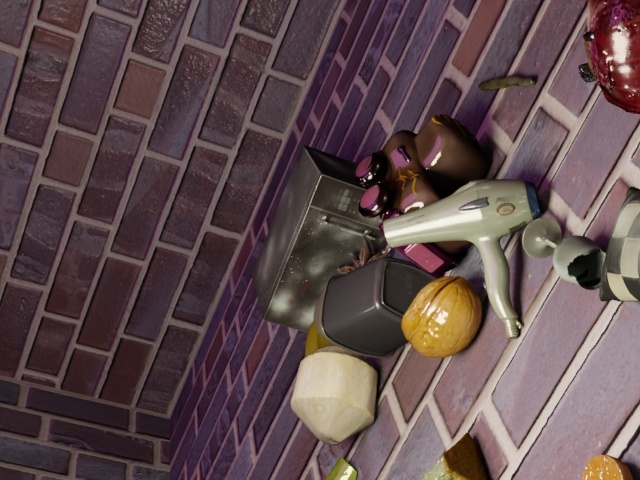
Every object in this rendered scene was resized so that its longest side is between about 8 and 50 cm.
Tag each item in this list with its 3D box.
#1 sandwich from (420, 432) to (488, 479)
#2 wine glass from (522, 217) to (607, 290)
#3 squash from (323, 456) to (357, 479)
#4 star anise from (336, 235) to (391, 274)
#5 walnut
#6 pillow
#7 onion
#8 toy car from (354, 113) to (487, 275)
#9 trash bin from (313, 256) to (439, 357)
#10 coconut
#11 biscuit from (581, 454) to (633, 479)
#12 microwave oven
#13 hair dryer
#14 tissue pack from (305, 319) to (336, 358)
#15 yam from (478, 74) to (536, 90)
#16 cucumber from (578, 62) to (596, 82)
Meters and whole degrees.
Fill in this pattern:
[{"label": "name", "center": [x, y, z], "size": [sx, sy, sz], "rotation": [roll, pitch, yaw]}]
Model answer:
[{"label": "sandwich", "center": [0.229, 0.443, 1.574], "size": [0.122, 0.128, 0.236], "rotation": [-54, 25, 27]}, {"label": "wine glass", "center": [0.410, 0.021, 1.496], "size": [0.195, 0.079, 0.079], "rotation": [-130, 59, -71]}, {"label": "squash", "center": [0.018, 0.617, 2.136], "size": [0.200, 0.075, 0.090], "rotation": [-52, 36, -5]}, {"label": "star anise", "center": [0.122, 0.087, 2.284], "size": [0.195, 0.065, 0.182], "rotation": [32, 93, 46]}, {"label": "walnut", "center": [0.247, 0.151, 1.785], "size": [0.180, 0.144, 0.144], "rotation": [-63, 19, 18]}, {"label": "pillow", "center": [0.480, 0.010, 1.249], "size": [0.250, 0.106, 0.186], "rotation": [-166, 94, -77]}, {"label": "onion", "center": [0.509, -0.313, 1.355], "size": [0.252, 0.219, 0.252], "rotation": [-3, -90, -73]}, {"label": "toy car", "center": [0.242, -0.107, 1.912], "size": [0.240, 0.271, 0.341], "rotation": [-41, 33, 23]}, {"label": "trash bin", "center": [0.126, 0.154, 2.037], "size": [0.290, 0.209, 0.182], "rotation": [-33, 41, 56]}, {"label": "coconut", "center": [0.033, 0.371, 2.118], "size": [0.202, 0.202, 0.222], "rotation": [131, 155, -52]}, {"label": "biscuit", "center": [0.409, 0.404, 1.204], "size": [0.250, 0.036, 0.165], "rotation": [-95, 29, -43]}, {"label": "microwave oven", "center": [0.000, 0.000, 2.506], "size": [0.374, 0.236, 0.432], "rotation": [-117, 48, -66]}, {"label": "hair dryer", "center": [0.254, 0.020, 1.700], "size": [0.119, 0.295, 0.298], "rotation": [34, -114, -64]}, {"label": "tissue pack", "center": [0.024, 0.286, 2.348], "size": [0.127, 0.123, 0.178], "rotation": [-47, 31, 47]}, {"label": "yam", "center": [0.406, -0.344, 1.955], "size": [0.234, 0.029, 0.027], "rotation": [-159, 60, -71]}, {"label": "cucumber", "center": [0.512, -0.305, 1.573], "size": [0.039, 0.043, 0.163], "rotation": [-33, 13, -15]}]
